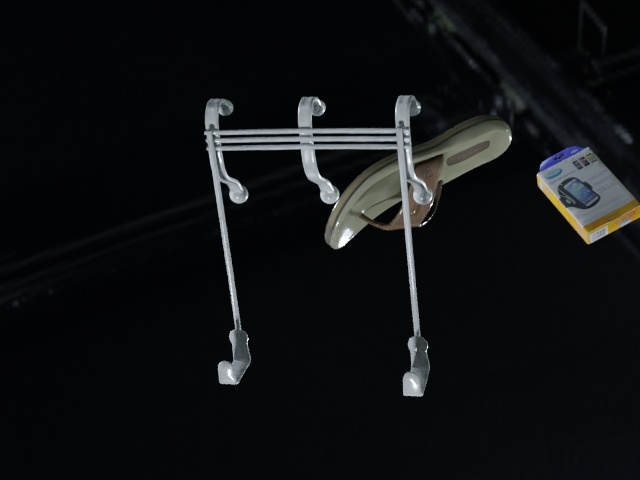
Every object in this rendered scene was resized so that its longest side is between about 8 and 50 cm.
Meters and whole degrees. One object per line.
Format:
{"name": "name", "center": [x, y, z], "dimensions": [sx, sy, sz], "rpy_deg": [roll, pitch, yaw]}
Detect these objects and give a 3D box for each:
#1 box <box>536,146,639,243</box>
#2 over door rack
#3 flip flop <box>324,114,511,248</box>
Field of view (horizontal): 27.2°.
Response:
{"name": "box", "center": [0.341, -0.063, 1.701], "dimensions": [0.081, 0.028, 0.136], "rpy_deg": [-27, -130, -8]}
{"name": "over door rack", "center": [0.000, 0.000, 1.469], "dimensions": [0.239, 0.324, 0.108], "rpy_deg": [1, -168, 17]}
{"name": "flip flop", "center": [0.130, -0.065, 1.675], "dimensions": [0.277, 0.112, 0.080], "rpy_deg": [-27, -113, -9]}
